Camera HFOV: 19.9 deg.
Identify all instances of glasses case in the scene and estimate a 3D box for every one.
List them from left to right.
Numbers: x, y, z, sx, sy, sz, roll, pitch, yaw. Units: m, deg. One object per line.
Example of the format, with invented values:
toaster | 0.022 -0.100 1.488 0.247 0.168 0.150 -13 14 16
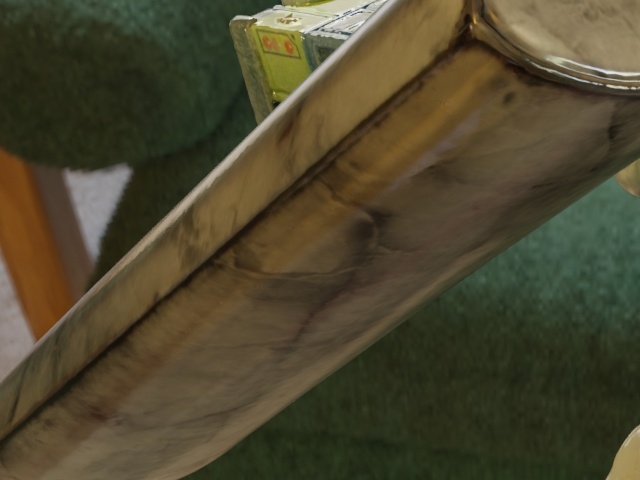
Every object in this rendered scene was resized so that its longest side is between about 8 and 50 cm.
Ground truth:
glasses case | 0.000 0.000 0.520 0.114 0.299 0.060 -13 73 -36

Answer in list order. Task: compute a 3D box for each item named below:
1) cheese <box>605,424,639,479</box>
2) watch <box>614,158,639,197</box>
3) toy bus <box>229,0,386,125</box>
cheese | 0.237 0.191 0.814 0.263 0.159 0.093 30 59 35
watch | 0.250 -0.097 0.950 0.193 0.206 0.068 -5 30 -19
toy bus | 0.121 -0.125 1.162 0.312 0.152 0.190 -28 25 -27
